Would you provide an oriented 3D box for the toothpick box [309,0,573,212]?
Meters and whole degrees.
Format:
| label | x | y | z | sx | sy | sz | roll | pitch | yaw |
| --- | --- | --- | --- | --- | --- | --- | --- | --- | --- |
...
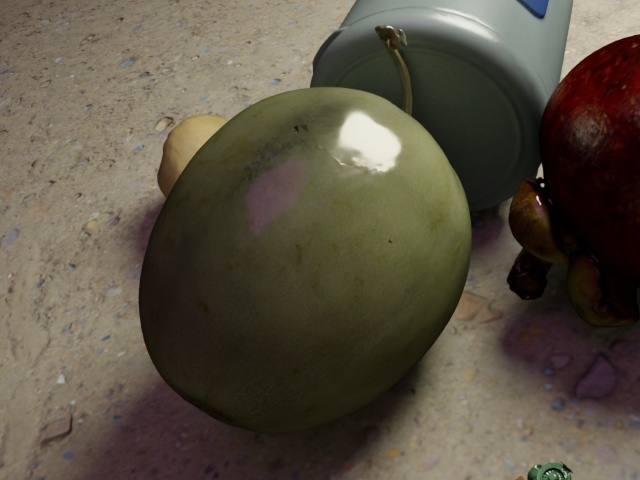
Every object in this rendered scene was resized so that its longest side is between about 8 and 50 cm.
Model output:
| label | x | y | z | sx | sy | sz | roll | pitch | yaw |
| --- | --- | --- | --- | --- | --- | --- | --- | --- | --- |
| toothpick box | 0.158 | -0.230 | 0.791 | 0.263 | 0.263 | 0.354 | 0 | 45 | 27 |

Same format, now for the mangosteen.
| label | x | y | z | sx | sy | sz | roll | pitch | yaw |
| --- | --- | --- | --- | --- | --- | --- | --- | --- | --- |
| mangosteen | 0.258 | -0.038 | 0.594 | 0.257 | 0.215 | 0.215 | -52 | 38 | 17 |

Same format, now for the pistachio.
| label | x | y | z | sx | sy | sz | roll | pitch | yaw |
| --- | --- | --- | --- | --- | --- | --- | --- | --- | --- |
| pistachio | -0.117 | -0.077 | 0.864 | 0.145 | 0.117 | 0.200 | -25 | 41 | -7 |

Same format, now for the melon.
| label | x | y | z | sx | sy | sz | roll | pitch | yaw |
| --- | --- | --- | --- | --- | --- | --- | --- | --- | --- |
| melon | -0.011 | 0.011 | 0.617 | 0.308 | 0.271 | 0.272 | -30 | 41 | -14 |

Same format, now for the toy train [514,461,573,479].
| label | x | y | z | sx | sy | sz | roll | pitch | yaw |
| --- | --- | --- | --- | --- | --- | --- | --- | --- | --- |
| toy train | 0.166 | 0.199 | 0.490 | 0.064 | 0.044 | 0.103 | -37 | 40 | -9 |
